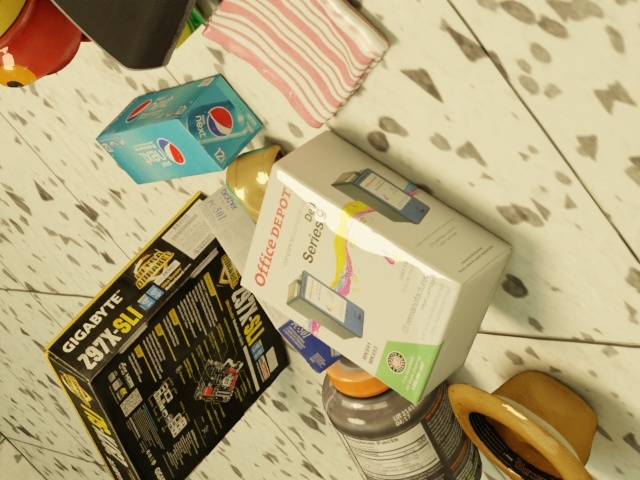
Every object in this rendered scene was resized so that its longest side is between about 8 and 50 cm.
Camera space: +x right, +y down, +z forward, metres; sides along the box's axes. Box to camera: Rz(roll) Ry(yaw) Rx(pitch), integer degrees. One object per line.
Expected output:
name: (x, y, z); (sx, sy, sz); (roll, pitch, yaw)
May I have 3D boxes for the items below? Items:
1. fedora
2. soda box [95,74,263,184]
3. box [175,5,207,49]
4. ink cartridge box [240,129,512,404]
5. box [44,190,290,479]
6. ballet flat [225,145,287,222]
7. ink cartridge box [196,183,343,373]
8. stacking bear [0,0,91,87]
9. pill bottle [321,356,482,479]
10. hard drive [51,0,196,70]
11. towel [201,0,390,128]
fedora: (0.213, 0.183, 1.657); (0.194, 0.079, 0.194); (40, 164, 14)
soda box: (-0.146, -0.109, 1.719); (0.071, 0.067, 0.210); (49, 157, -19)
box: (-0.184, -0.237, 1.577); (0.179, 0.043, 0.105); (18, 148, 42)
ink cartridge box: (0.046, 0.023, 1.548); (0.212, 0.093, 0.154); (35, 131, 20)
box: (-0.166, 0.136, 1.960); (0.079, 0.257, 0.322); (30, 156, 27)
ballet flat: (0.000, 0.000, 1.682); (0.073, 0.080, 0.232); (-28, 115, 35)
ink cartridge box: (-0.049, 0.037, 1.742); (0.207, 0.046, 0.097); (54, -178, 43)
stacking bear: (-0.341, -0.242, 1.621); (0.175, 0.164, 0.289); (-11, 154, 31)
pill bottle: (0.081, 0.187, 1.815); (0.130, 0.130, 0.245); (23, 151, 39)
hard drive: (-0.211, -0.272, 1.463); (0.254, 0.054, 0.172); (48, 148, 8)
towel: (-0.024, -0.174, 1.448); (0.144, 0.029, 0.197); (41, 158, -2)
